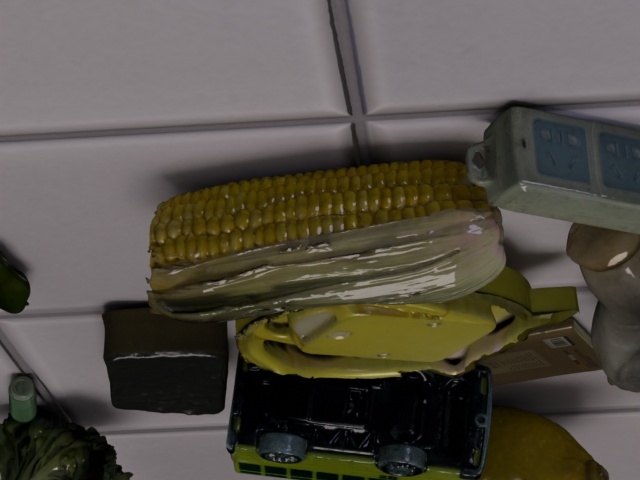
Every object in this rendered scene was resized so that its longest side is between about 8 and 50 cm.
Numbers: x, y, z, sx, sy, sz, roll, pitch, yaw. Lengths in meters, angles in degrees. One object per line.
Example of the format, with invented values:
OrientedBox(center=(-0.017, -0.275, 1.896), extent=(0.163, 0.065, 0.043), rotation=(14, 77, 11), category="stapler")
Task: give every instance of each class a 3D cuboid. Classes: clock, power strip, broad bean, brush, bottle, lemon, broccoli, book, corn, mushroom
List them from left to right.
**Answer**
OrientedBox(center=(-0.320, 0.019, 1.749), extent=(0.069, 0.039, 0.227), rotation=(-20, 151, 25), category="broad bean")
OrientedBox(center=(-0.354, 0.323, 2.175), extent=(0.165, 0.304, 0.145), rotation=(32, 157, 37), category="broccoli")
OrientedBox(center=(-0.324, 0.172, 2.126), extent=(0.030, 0.030, 0.083), rotation=(2, 157, -6), category="bottle")
OrientedBox(center=(-0.155, 0.123, 1.977), extent=(0.123, 0.059, 0.197), rotation=(1, 157, -1), category="brush")
OrientedBox(center=(0.001, 0.004, 1.614), extent=(0.305, 0.123, 0.122), rotation=(-6, 159, 15), category="corn")
OrientedBox(center=(0.062, 0.062, 1.821), extent=(0.293, 0.071, 0.277), rotation=(8, 157, -32), category="clock")
OrientedBox(center=(0.182, 0.316, 2.193), extent=(0.268, 0.268, 0.322), rotation=(19, 154, -40), category="lemon")
OrientedBox(center=(0.193, 0.123, 2.046), extent=(0.199, 0.016, 0.138), rotation=(-11, 155, 23), category="book")
OrientedBox(center=(0.245, -0.048, 1.555), extent=(0.272, 0.078, 0.052), rotation=(10, 153, -24), category="power strip")
OrientedBox(center=(0.295, 0.055, 1.796), extent=(0.109, 0.097, 0.351), rotation=(-8, 153, 11), category="mushroom")

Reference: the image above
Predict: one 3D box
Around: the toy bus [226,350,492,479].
OrientedBox(center=(0.041, 0.187, 2.023), extent=(0.262, 0.128, 0.150), rotation=(7, 159, 2), category="toy bus")
